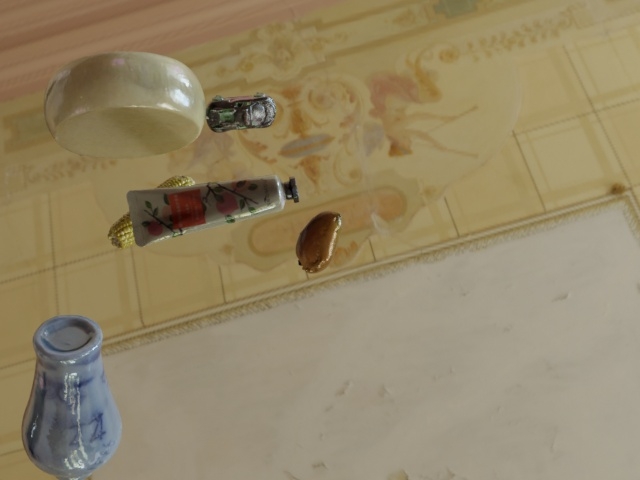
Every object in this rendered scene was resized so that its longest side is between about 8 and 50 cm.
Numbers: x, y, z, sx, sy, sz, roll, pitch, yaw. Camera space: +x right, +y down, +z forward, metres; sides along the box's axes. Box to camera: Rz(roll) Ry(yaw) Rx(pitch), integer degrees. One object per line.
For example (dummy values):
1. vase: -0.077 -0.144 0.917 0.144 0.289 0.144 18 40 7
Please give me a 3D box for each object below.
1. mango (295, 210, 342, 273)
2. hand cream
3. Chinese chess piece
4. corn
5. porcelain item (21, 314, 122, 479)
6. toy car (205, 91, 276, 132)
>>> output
1. mango: 0.000 0.000 1.343 0.077 0.063 0.127 33 -73 25
2. hand cream: -0.147 -0.051 1.022 0.233 0.050 0.080 -11 -95 -2
3. Chinese chess piece: -0.331 -0.225 1.267 0.273 0.273 0.102 -9 -102 6
4. corn: -0.321 -0.058 1.431 0.067 0.067 0.206 34 -123 22
5. porcelain item: -0.346 0.229 1.034 0.141 0.259 0.141 8 -147 -6
6. toy car: -0.155 -0.249 1.458 0.142 0.069 0.055 -8 -153 -13
